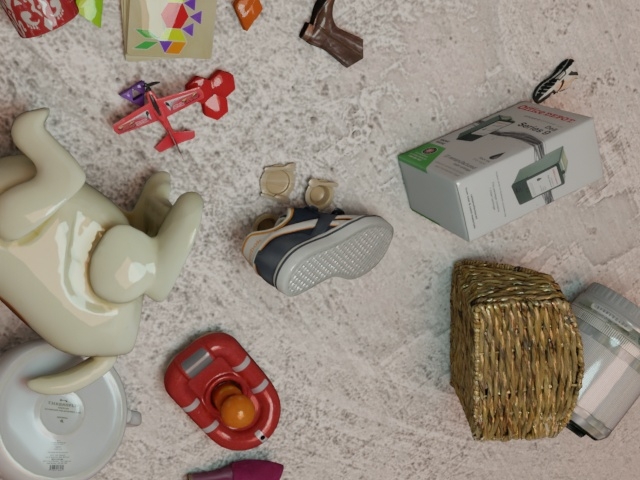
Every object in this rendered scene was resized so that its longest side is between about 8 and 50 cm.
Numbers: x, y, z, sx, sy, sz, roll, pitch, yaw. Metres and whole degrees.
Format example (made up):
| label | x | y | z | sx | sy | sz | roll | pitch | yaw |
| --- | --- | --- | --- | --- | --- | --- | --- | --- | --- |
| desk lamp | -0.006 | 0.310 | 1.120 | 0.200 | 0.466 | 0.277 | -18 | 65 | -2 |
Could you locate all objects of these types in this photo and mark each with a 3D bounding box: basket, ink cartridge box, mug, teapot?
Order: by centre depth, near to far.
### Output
| label | x | y | z | sx | sy | sz | roll | pitch | yaw |
| --- | --- | --- | --- | --- | --- | --- | --- | --- | --- |
| mug | -0.398 | -0.372 | 1.230 | 0.113 | 0.150 | 0.169 | -48 | 130 | -37 |
| teapot | -0.438 | 0.275 | 1.430 | 0.252 | 0.187 | 0.256 | -45 | 106 | -36 |
| ink cartridge box | 0.318 | -0.132 | 1.606 | 0.289 | 0.211 | 0.121 | -25 | 116 | -16 |
| basket | 0.368 | 0.199 | 1.713 | 0.214 | 0.223 | 0.299 | -4 | 110 | -2 |

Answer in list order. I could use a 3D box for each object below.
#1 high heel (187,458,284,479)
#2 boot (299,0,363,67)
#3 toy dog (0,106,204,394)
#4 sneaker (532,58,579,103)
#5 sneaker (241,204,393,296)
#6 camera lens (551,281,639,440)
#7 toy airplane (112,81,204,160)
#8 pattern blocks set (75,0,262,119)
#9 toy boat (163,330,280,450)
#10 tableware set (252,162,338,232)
| label | x | y | z | sx | sy | sz | roll | pitch | yaw |
| --- | --- | --- | --- | --- | --- | --- | --- | --- | --- |
| high heel | -0.147 | 0.597 | 1.701 | 0.181 | 0.127 | 0.377 | -5 | 108 | -12 |
| boot | 0.036 | -0.352 | 1.494 | 0.114 | 0.037 | 0.106 | 25 | 110 | -27 |
| toy dog | -0.434 | -0.007 | 1.287 | 0.408 | 0.284 | 0.395 | 21 | 103 | -24 |
| sneaker | 0.447 | -0.292 | 1.704 | 0.109 | 0.040 | 0.043 | -42 | 122 | -5 |
| sneaker | 0.000 | 0.000 | 1.549 | 0.321 | 0.127 | 0.126 | -12 | 129 | -53 |
| camera lens | 0.558 | 0.252 | 1.850 | 0.219 | 0.219 | 0.274 | 36 | 91 | -31 |
| toy airplane | -0.242 | -0.188 | 1.410 | 0.151 | 0.028 | 0.151 | -11 | 132 | -13 |
| pattern blocks set | -0.228 | -0.358 | 1.371 | 0.285 | 0.026 | 0.324 | 7 | 109 | -28 |
| toy boat | -0.157 | 0.278 | 1.571 | 0.151 | 0.151 | 0.231 | -40 | 120 | -6 |
| tableware set | -0.050 | -0.051 | 1.575 | 0.141 | 0.020 | 0.168 | 9 | 104 | -27 |
